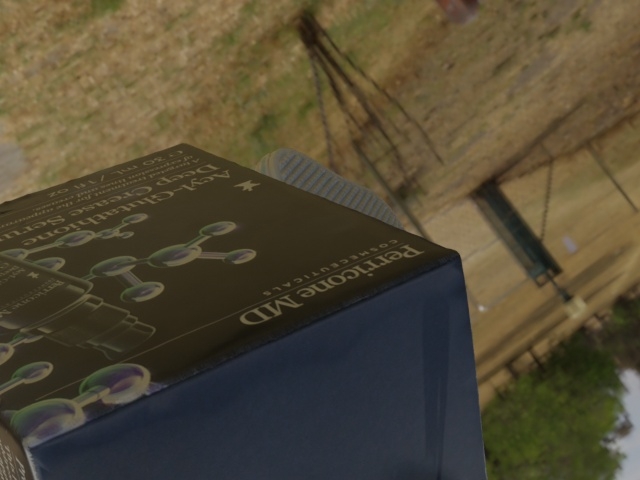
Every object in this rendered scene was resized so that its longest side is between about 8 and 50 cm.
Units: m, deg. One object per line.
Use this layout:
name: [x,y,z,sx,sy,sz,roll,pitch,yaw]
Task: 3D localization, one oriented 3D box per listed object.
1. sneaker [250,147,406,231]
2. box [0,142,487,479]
sneaker: [0.000,0.000,1.410,0.150,0.135,0.366,-27,139,28]
box: [-0.121,0.098,0.782,0.293,0.212,0.395,-22,-154,-28]
